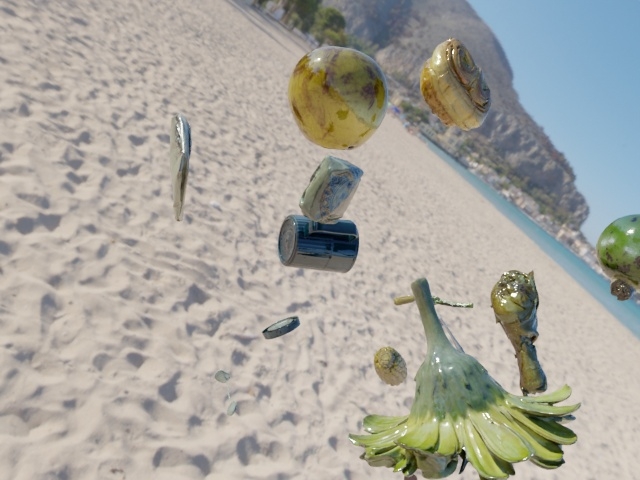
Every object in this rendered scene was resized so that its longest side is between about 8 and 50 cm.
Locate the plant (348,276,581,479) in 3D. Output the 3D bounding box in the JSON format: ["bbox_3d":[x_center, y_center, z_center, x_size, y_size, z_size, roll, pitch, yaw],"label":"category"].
[{"bbox_3d":[0.184,0.242,0.762,0.305,0.261,0.297,-15,50,-17],"label":"plant"}]

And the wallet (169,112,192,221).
[{"bbox_3d":[-0.459,-0.252,1.675,0.068,0.275,0.335,-1,55,-17],"label":"wallet"}]

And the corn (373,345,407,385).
[{"bbox_3d":[0.253,0.455,1.856,0.119,0.119,0.322,48,-7,30],"label":"corn"}]

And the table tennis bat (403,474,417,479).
[{"bbox_3d":[0.329,0.890,1.882,0.050,0.083,0.007,19,23,16],"label":"table tennis bat"}]

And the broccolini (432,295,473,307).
[{"bbox_3d":[0.486,0.239,2.003,0.239,0.054,0.051,3,-31,43],"label":"broccolini"}]

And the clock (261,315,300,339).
[{"bbox_3d":[-0.082,0.183,1.070,0.017,0.085,0.085,68,17,-4],"label":"clock"}]

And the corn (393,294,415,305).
[{"bbox_3d":[0.357,0.254,2.171,0.037,0.092,0.037,170,-90,-87],"label":"corn"}]

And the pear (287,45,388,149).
[{"bbox_3d":[0.046,-0.379,1.377,0.280,0.281,0.281,35,17,-12],"label":"pear"}]

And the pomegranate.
[{"bbox_3d":[0.927,0.052,1.470,0.254,0.270,0.254,34,-10,7],"label":"pomegranate"}]

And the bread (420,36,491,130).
[{"bbox_3d":[0.362,-0.407,1.360,0.236,0.120,0.198,43,53,-27],"label":"bread"}]

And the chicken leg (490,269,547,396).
[{"bbox_3d":[0.661,0.305,1.664,0.201,0.152,0.429,10,67,-47],"label":"chicken leg"}]

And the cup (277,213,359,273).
[{"bbox_3d":[-0.004,0.018,2.193,0.292,0.242,0.308,7,7,-25],"label":"cup"}]

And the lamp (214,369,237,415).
[{"bbox_3d":[-0.336,0.540,1.815,0.056,0.050,0.198,34,10,-29],"label":"lamp"}]

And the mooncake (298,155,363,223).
[{"bbox_3d":[0.043,-0.173,1.854,0.136,0.250,0.254,34,13,19],"label":"mooncake"}]

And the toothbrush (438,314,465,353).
[{"bbox_3d":[0.517,0.411,1.893,0.342,0.030,0.025,54,10,-16],"label":"toothbrush"}]
